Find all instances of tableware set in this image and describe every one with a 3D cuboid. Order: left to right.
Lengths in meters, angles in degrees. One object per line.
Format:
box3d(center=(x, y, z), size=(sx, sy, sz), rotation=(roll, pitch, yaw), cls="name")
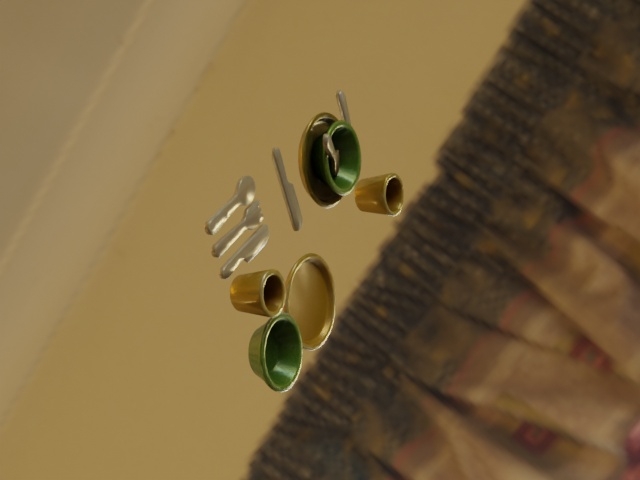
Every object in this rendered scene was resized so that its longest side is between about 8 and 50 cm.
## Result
box3d(center=(0.000, 0.000, 0.802), size=(0.154, 0.024, 0.104), rotation=(-48, -50, -50), cls="tableware set")
